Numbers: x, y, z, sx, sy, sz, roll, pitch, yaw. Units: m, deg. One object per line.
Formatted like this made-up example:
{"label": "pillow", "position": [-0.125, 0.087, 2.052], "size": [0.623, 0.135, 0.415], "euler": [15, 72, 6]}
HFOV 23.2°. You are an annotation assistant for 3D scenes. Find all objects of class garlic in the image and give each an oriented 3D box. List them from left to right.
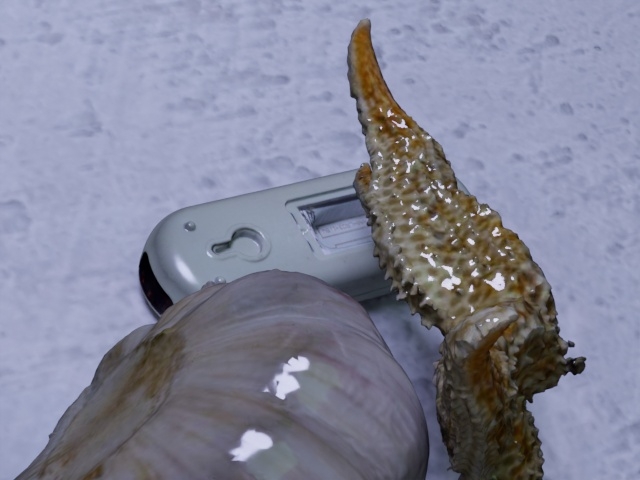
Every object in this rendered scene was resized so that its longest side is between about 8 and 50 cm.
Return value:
{"label": "garlic", "position": [-0.023, 0.139, 0.698], "size": [0.212, 0.218, 0.218], "euler": [50, 43, -21]}

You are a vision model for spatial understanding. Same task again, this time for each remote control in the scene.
{"label": "remote control", "position": [0.000, 0.000, 0.892], "size": [0.221, 0.042, 0.078], "euler": [-13, 61, -33]}

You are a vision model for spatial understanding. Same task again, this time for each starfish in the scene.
{"label": "starfish", "position": [0.082, 0.046, 0.783], "size": [0.084, 0.301, 0.293], "euler": [-21, 41, 6]}
